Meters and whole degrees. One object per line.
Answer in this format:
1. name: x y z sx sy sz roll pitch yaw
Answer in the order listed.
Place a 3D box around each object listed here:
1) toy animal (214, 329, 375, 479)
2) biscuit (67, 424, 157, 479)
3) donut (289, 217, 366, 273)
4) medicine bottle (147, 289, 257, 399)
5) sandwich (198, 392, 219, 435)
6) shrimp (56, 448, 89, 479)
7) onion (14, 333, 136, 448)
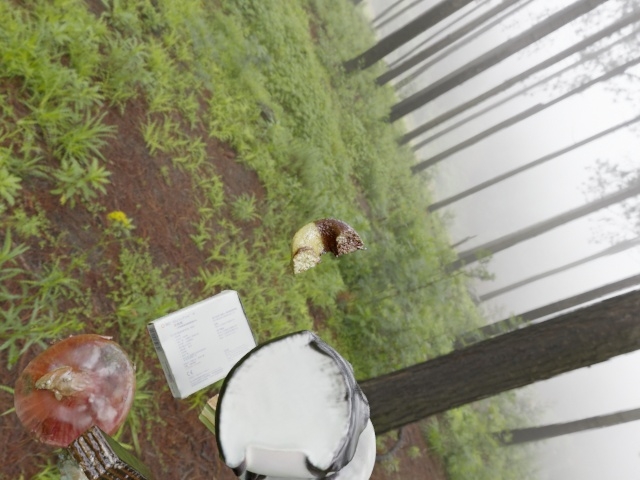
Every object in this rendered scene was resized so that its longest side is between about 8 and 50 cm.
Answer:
1. toy animal: -0.027 0.306 0.835 0.309 0.251 0.250 81 1 -57
2. biscuit: -0.469 0.552 1.202 0.107 0.073 0.388 39 -27 27
3. donut: -0.002 0.001 1.442 0.141 0.217 0.085 54 -15 48
4. medicine bottle: -0.241 0.214 1.074 0.201 0.052 0.171 -22 91 -37
5. sandwich: -0.266 0.538 1.516 0.163 0.079 0.113 36 20 18
6. shrimp: -0.700 0.751 1.607 0.361 0.085 0.247 25 6 24
7. onion: -0.744 0.454 1.558 0.353 0.354 0.353 44 32 -37
